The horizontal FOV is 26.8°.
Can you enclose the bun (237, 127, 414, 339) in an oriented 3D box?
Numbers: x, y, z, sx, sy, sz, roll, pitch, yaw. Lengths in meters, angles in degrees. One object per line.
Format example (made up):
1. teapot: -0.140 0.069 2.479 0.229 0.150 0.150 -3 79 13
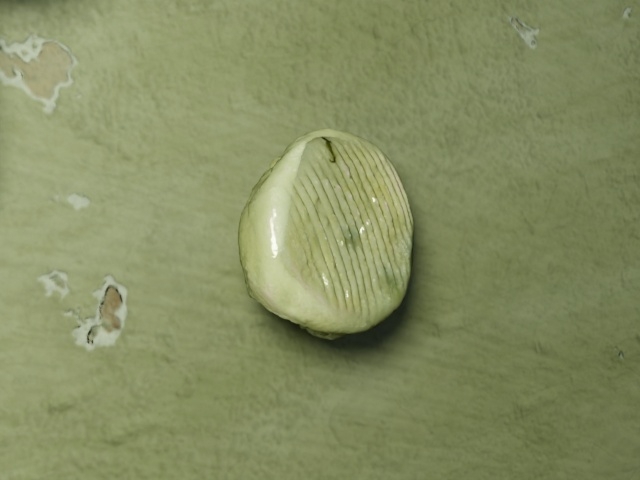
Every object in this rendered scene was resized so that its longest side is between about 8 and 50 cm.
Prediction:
1. bun: 0.000 0.000 1.385 0.237 0.116 0.210 -38 105 -42
